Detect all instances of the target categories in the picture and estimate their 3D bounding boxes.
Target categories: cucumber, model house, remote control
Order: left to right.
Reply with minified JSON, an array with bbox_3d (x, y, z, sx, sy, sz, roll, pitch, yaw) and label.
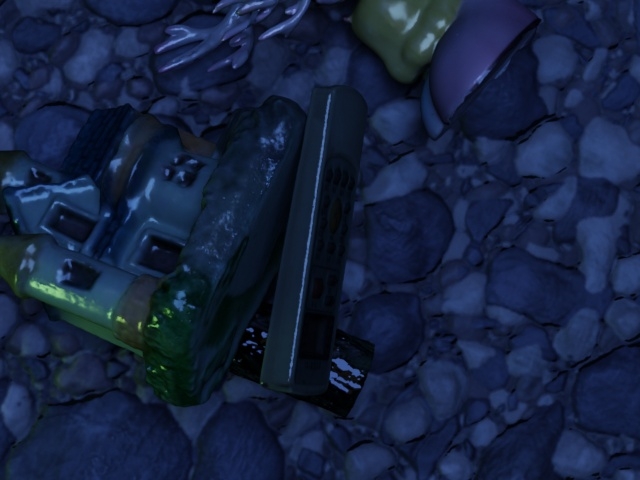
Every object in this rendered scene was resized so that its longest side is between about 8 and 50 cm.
[{"bbox_3d":[-0.203,-0.036,1.814,0.325,0.194,0.267,21,67,14],"label":"model house"},{"bbox_3d":[-0.057,0.095,1.878,0.211,0.062,0.078,22,78,-1],"label":"cucumber"},{"bbox_3d":[0.000,0.000,1.792,0.038,0.123,0.285,10,87,16],"label":"remote control"}]

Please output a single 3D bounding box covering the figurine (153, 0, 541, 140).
[{"bbox_3d":[0.023,-0.227,1.890,0.315,0.206,0.284,39,68,7],"label":"figurine"}]
